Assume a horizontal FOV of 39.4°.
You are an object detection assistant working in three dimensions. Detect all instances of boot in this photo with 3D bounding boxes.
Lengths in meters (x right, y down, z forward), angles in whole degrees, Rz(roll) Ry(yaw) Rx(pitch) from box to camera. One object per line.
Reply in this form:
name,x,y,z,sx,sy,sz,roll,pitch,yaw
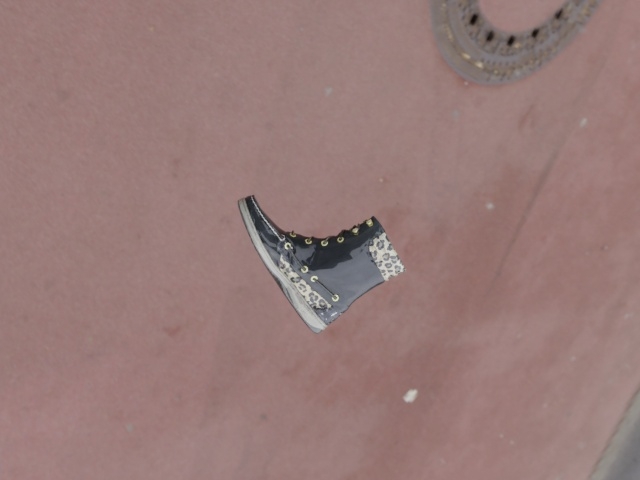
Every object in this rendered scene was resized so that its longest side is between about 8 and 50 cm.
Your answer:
boot,0.001,0.001,1.348,0.179,0.085,0.236,-32,95,2
